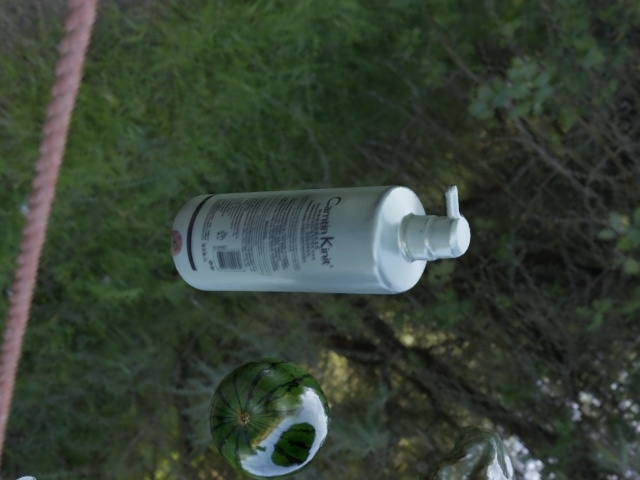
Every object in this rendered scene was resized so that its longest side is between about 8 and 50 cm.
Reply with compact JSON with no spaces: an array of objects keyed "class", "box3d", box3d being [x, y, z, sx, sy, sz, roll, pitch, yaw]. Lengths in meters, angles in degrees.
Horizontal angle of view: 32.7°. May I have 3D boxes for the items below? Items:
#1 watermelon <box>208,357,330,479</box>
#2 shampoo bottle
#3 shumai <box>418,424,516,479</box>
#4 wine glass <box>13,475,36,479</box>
[{"class":"watermelon","box3d":[-0.038,0.141,0.877,0.109,0.109,0.109,-48,180,0]},{"class":"shampoo bottle","box3d":[0.000,0.000,0.881,0.262,0.085,0.085,-1,-148,36]},{"class":"shumai","box3d":[0.148,0.315,0.743,0.304,0.263,0.309,-55,158,-25]},{"class":"wine glass","box3d":[-0.333,0.396,1.364,0.093,0.202,0.093,-39,156,-21]}]
